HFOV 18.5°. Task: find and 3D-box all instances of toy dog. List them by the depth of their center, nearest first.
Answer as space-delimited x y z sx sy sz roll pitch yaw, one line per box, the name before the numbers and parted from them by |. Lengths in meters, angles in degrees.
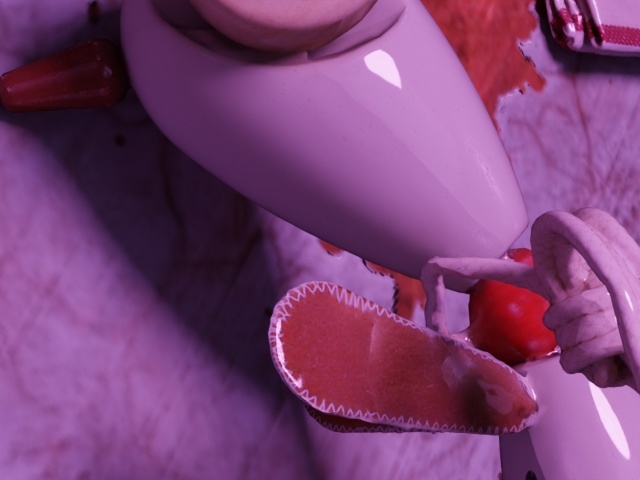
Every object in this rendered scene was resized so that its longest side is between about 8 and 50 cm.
toy dog | 0.000 0.000 0.735 0.333 0.161 0.220 60 -4 24

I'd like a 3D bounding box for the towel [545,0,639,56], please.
towel | 0.181 -0.257 1.085 0.237 0.037 0.329 -2 82 -46
